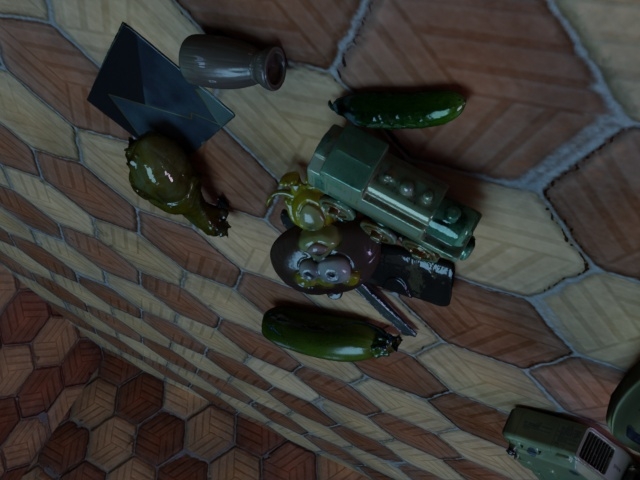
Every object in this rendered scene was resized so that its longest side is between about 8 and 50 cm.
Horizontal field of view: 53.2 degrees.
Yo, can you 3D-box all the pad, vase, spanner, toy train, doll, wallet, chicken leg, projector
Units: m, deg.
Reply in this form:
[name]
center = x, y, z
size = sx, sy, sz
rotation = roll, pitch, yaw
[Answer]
[pad]
center = -0.221, -0.177, 0.845
size = 0.164, 0.004, 0.243
rotation = 38, 154, -18
[vase]
center = -0.087, -0.177, 0.642
size = 0.101, 0.053, 0.053
rotation = 13, 151, 24
[spanner]
center = 0.050, 0.055, 0.967
size = 0.093, 0.026, 0.325
rotation = -5, 140, 50
[toy train]
center = 0.077, -0.042, 0.665
size = 0.194, 0.080, 0.125
rotation = 28, 169, 8
[doll]
center = -0.009, 0.001, 0.817
size = 0.145, 0.096, 0.188
rotation = -30, 119, 24
[wallet]
center = 0.106, 0.040, 0.864
size = 0.157, 0.018, 0.082
rotation = 18, 133, 25
[chicken leg]
center = -0.207, -0.075, 0.931
size = 0.103, 0.088, 0.227
rotation = 3, 154, 24
[projector]
center = 0.449, 0.398, 1.100
size = 0.194, 0.088, 0.269
rotation = 3, 144, 49

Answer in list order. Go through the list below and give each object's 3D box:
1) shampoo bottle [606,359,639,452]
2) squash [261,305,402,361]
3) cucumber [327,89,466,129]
[shampoo bottle]
center = 0.414, 0.153, 0.683
size = 0.126, 0.084, 0.350
rotation = 19, 153, 16
[squash]
center = 0.009, 0.173, 1.162
size = 0.332, 0.087, 0.087
rotation = 3, 144, 41
[cucumber]
center = 0.067, -0.121, 0.601
size = 0.155, 0.037, 0.037
rotation = 9, 148, 39
